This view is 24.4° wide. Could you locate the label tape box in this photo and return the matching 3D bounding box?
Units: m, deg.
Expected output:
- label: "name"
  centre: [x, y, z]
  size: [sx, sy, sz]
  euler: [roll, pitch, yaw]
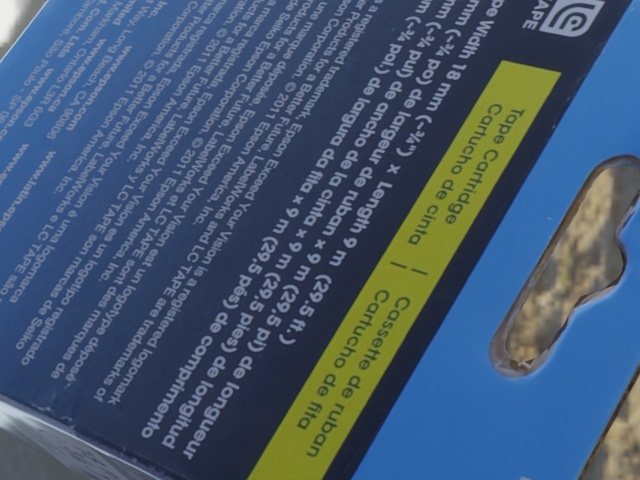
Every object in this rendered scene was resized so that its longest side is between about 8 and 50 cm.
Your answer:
- label: "label tape box"
  centre: [0.000, 0.000, 0.580]
  size: [0.240, 0.333, 0.106]
  euler: [-57, -38, -18]
